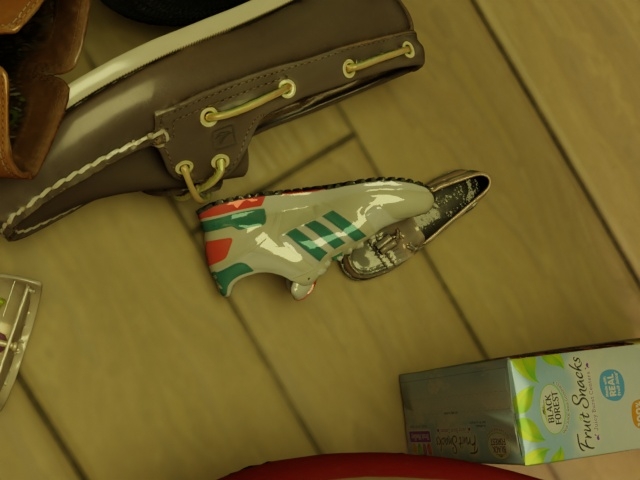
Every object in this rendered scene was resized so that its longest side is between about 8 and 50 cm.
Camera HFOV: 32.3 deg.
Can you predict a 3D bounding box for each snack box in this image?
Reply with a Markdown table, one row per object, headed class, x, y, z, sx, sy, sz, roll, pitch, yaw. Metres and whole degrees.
| class | x | y | z | sx | sy | sz | roll | pitch | yaw |
| --- | --- | --- | --- | --- | --- | --- | --- | --- | --- |
| snack box | 0.180 | 0.104 | 0.736 | 0.207 | 0.174 | 0.070 | -4 | 81 | -18 |

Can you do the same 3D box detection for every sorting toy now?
| class | x | y | z | sx | sy | sz | roll | pitch | yaw |
| --- | --- | --- | --- | --- | --- | --- | --- | --- | --- |
| sorting toy | -0.220 | 0.056 | 0.682 | 0.075 | 0.045 | 0.083 | 18 | 78 | -8 |

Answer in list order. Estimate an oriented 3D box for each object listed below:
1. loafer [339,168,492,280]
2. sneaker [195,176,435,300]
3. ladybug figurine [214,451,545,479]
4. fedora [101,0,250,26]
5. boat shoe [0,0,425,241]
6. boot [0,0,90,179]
| class | x | y | z | sx | sy | sz | roll | pitch | yaw |
| --- | --- | --- | --- | --- | --- | --- | --- | --- | --- |
| loafer | 0.068 | -0.016 | 0.785 | 0.125 | 0.039 | 0.045 | -34 | 94 | -19 |
| sneaker | 0.000 | 0.000 | 0.749 | 0.161 | 0.057 | 0.075 | -7 | 92 | -7 |
| ladybug figurine | 0.066 | 0.246 | 0.654 | 0.450 | 0.162 | 0.305 | 19 | 118 | -16 |
| fedora | -0.066 | -0.302 | 0.691 | 0.152 | 0.334 | 0.334 | 37 | 71 | 21 |
| boat shoe | -0.071 | -0.084 | 0.711 | 0.324 | 0.116 | 0.096 | -34 | 91 | -25 |
| boot | -0.233 | -0.170 | 0.614 | 0.220 | 0.109 | 0.283 | 7 | 83 | 20 |
